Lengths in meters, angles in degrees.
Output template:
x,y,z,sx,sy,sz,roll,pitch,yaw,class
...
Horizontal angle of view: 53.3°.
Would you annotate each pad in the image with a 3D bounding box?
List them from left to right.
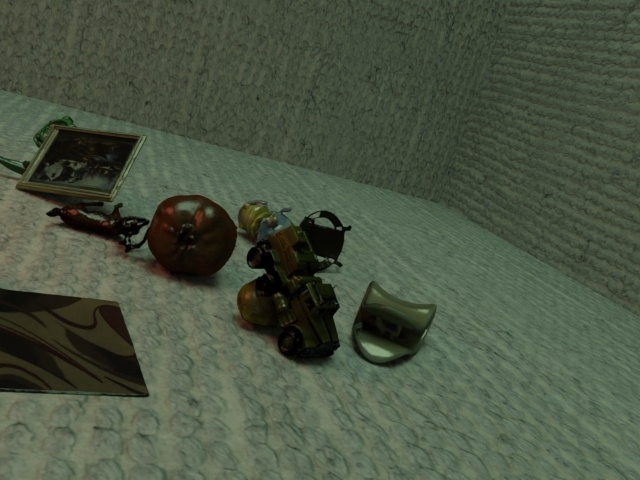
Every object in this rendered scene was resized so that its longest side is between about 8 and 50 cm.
x,y,z,sx,sy,sz,roll,pitch,yaw,class
-0.408,0.154,1.014,0.220,0.004,0.330,10,15,-29,pad

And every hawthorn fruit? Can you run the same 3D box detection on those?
x,y,z,sx,sy,sz,roll,pitch,yaw,class
-0.294,-0.013,1.489,0.199,0.199,0.251,17,1,-4,hawthorn fruit

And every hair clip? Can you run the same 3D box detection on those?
x,y,z,sx,sy,sz,roll,pitch,yaw,class
0.156,0.186,1.419,0.172,0.113,0.282,21,8,11,hair clip

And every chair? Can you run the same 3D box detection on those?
x,y,z,sx,sy,sz,roll,pitch,yaw,class
0.000,0.000,1.823,0.149,0.174,0.213,15,2,6,chair

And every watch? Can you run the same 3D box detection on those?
x,y,z,sx,sy,sz,roll,pitch,yaw,class
-0.737,-0.260,1.851,0.165,0.131,0.152,45,-16,30,watch

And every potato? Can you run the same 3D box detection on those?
x,y,z,sx,sy,sz,roll,pitch,yaw,class
-0.110,0.126,1.329,0.107,0.080,0.170,60,33,0,potato

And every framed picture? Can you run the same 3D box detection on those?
x,y,z,sx,sy,sz,roll,pitch,yaw,class
-0.640,-0.215,1.701,0.296,0.232,0.019,8,-32,13,framed picture

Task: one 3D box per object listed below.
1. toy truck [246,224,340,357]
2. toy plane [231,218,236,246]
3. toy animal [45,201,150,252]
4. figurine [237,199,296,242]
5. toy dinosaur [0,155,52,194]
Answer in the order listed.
x,y,z,sx,sy,sz,roll,pitch,yaw,class
-0.036,0.103,1.258,0.127,0.127,0.257,8,56,-50,toy truck
-0.267,-0.028,1.796,0.060,0.037,0.145,18,29,-42,toy plane
-0.517,-0.037,1.529,0.243,0.087,0.260,2,12,-5,toy animal
-0.163,-0.048,1.894,0.184,0.128,0.208,16,18,3,figurine
-0.766,-0.182,1.763,0.292,0.079,0.120,14,8,-24,toy dinosaur
